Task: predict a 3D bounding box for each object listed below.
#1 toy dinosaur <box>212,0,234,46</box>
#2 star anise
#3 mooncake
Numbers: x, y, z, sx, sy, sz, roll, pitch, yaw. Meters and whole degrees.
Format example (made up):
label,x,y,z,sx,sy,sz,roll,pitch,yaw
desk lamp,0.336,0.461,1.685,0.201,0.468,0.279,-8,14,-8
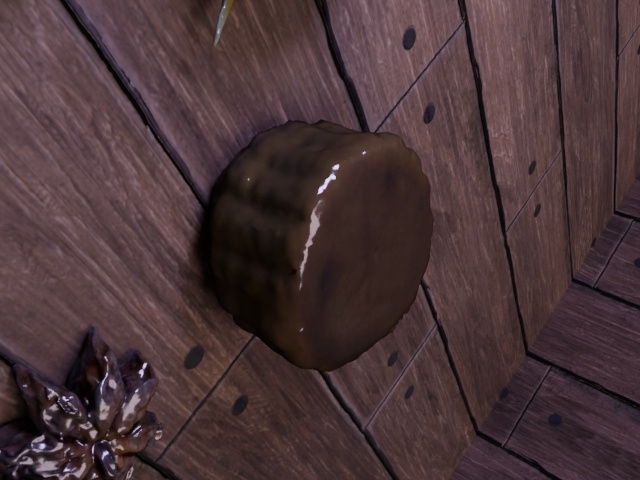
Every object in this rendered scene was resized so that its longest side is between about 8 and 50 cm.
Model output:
label,x,y,z,sx,sy,sz,roll,pitch,yaw
toy dinosaur,-0.075,-0.324,0.814,0.142,0.057,0.212,-29,142,-58
star anise,-0.265,0.232,0.854,0.223,0.108,0.236,-33,133,-45
mooncake,0.000,0.000,0.994,0.324,0.187,0.324,-31,132,-42
